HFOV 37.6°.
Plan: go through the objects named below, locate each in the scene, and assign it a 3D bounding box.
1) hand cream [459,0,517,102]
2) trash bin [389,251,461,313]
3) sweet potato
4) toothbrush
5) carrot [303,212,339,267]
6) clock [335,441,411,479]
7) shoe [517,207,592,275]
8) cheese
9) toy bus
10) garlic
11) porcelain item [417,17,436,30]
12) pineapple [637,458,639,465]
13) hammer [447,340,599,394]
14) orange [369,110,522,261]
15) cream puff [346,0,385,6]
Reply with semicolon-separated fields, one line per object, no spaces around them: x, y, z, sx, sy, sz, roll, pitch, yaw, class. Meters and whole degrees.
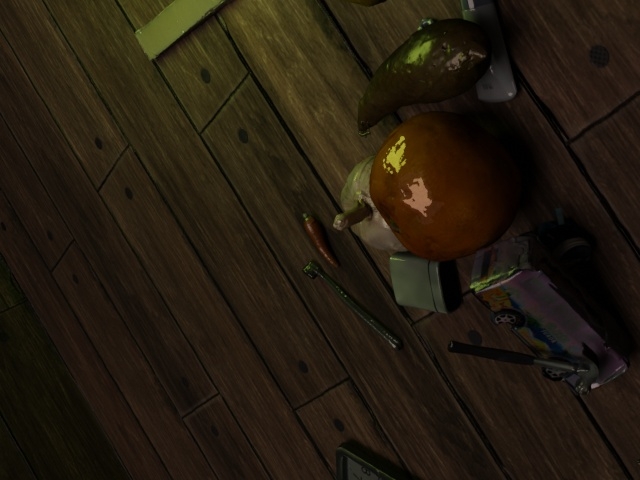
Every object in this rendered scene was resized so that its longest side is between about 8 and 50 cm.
0.266;-0.351;1.555;0.079;0.048;0.255;5;118;52;hand cream
0.206;0.080;1.858;0.130;0.059;0.116;6;114;47;trash bin
0.164;-0.282;1.612;0.423;0.131;0.130;-18;98;64;sweet potato
0.069;0.145;2.074;0.297;0.030;0.030;41;162;23;toothbrush
0.000;0.000;2.066;0.035;0.035;0.142;-19;103;51;carrot
0.149;0.639;2.251;0.279;0.049;0.273;24;128;39;clock
0.381;0.032;1.625;0.106;0.092;0.207;68;149;27;shoe
-0.307;-0.507;2.113;0.400;0.034;0.085;-17;97;51;cheese
0.385;0.124;1.551;0.138;0.112;0.317;-27;124;39;toy bus
0.093;-0.051;1.780;0.199;0.226;0.199;20;122;35;garlic
0.201;-0.355;1.640;0.036;0.028;0.083;-44;75;33;porcelain item
0.595;0.316;1.506;0.169;0.169;0.340;26;139;37;pineapple
0.332;0.190;1.538;0.247;0.029;0.103;11;136;5;hammer
0.211;-0.094;1.596;0.261;0.261;0.261;26;129;37;orange
0.123;-0.524;1.429;0.378;0.276;0.378;-40;42;49;cream puff
